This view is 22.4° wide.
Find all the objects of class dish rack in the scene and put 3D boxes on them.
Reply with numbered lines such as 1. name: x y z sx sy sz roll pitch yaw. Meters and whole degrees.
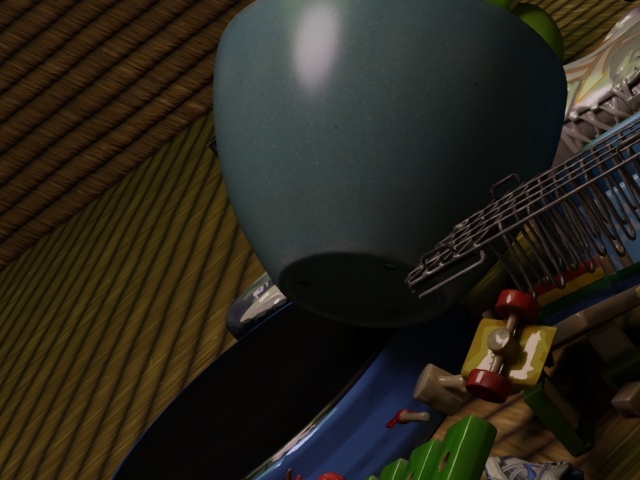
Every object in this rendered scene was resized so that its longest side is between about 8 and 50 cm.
1. dish rack: 0.188 -0.030 1.075 0.271 0.074 0.208 -30 3 27

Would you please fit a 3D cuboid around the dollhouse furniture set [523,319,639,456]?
1. dollhouse furniture set: 0.213 0.079 1.076 0.151 0.058 0.076 -34 15 23

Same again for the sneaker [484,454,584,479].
1. sneaker: 0.142 0.165 1.031 0.058 0.052 0.135 -20 9 -1

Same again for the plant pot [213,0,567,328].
1. plant pot: 0.045 -0.046 1.289 0.290 0.290 0.195 -24 48 46

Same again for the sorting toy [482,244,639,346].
1. sorting toy: 0.174 0.047 1.147 0.132 0.046 0.274 -19 -11 -45

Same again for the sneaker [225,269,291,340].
1. sneaker: 0.000 0.000 1.682 0.283 0.122 0.110 -39 -24 -21

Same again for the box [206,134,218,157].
1. box: -0.030 -0.106 2.017 0.077 0.180 0.147 -27 18 44

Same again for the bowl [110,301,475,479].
1. bowl: -0.040 0.163 1.432 0.391 0.077 0.391 -37 14 11

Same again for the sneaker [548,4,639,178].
1. sneaker: 0.273 -0.134 1.517 0.262 0.099 0.121 -43 19 -9

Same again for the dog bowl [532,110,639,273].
1. dog bowl: 0.295 -0.066 1.285 0.297 0.074 0.166 -34 15 25

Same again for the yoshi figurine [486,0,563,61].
1. yoshi figurine: 0.152 -0.156 1.841 0.362 0.203 0.203 -54 -26 -1

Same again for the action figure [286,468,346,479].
1. action figure: -0.087 0.249 1.158 0.280 0.139 0.091 -43 41 -22

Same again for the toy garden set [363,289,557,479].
1. toy garden set: 0.076 0.154 1.058 0.204 0.049 0.244 -67 7 -23
